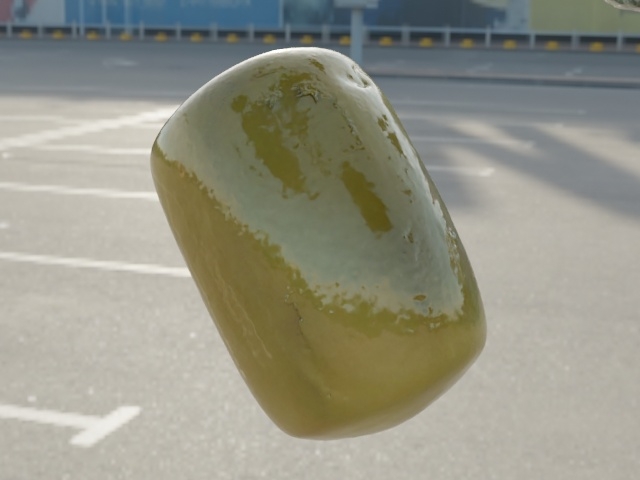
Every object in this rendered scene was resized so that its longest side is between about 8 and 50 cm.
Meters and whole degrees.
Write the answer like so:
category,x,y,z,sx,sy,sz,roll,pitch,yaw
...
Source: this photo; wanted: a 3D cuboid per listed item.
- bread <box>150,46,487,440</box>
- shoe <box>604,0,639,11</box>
category,x,y,z,sx,sy,sz,roll,pitch,yaw
bread,0.000,0.000,0.635,0.147,0.217,0.098,-29,-7,-4
shoe,0.206,-0.224,0.387,0.132,0.210,0.342,-21,-7,-44
